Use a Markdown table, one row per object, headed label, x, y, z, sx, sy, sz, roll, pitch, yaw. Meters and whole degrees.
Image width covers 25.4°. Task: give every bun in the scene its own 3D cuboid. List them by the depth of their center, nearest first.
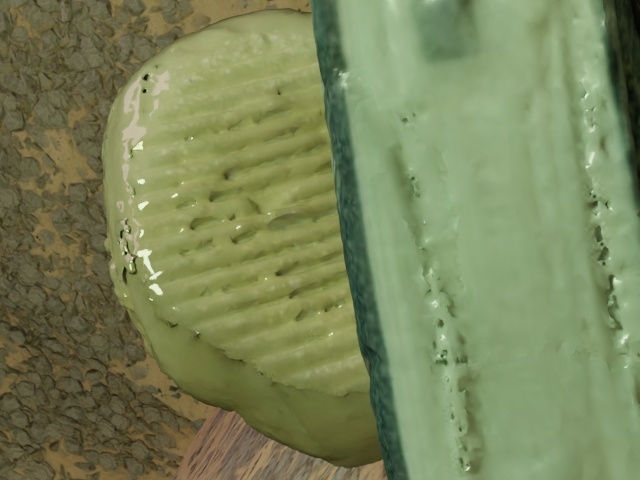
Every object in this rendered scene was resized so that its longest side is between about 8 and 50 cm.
| label | x | y | z | sx | sy | sz | roll | pitch | yaw |
| --- | --- | --- | --- | --- | --- | --- | --- | --- | --- |
| bun | 0.000 | 0.000 | 1.102 | 0.359 | 0.360 | 0.211 | -57 | -4 | -20 |

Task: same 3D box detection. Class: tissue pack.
| label | x | y | z | sx | sy | sz | roll | pitch | yaw |
| --- | --- | --- | --- | --- | --- | --- | --- | --- | --- |
| tissue pack | 0.082 | -0.008 | 0.532 | 0.316 | 0.103 | 0.228 | -29 | -69 | -75 |
